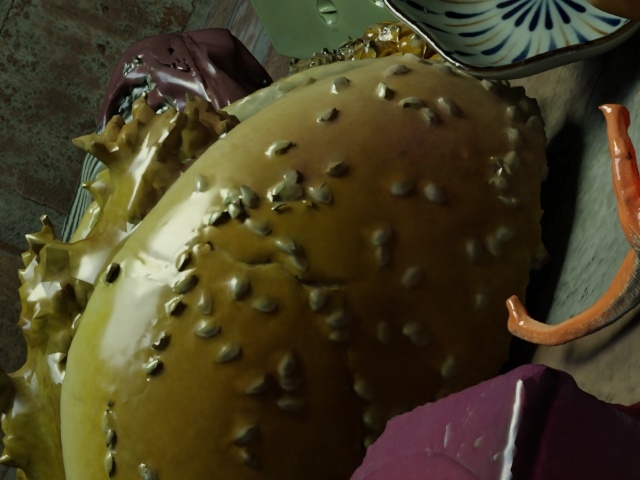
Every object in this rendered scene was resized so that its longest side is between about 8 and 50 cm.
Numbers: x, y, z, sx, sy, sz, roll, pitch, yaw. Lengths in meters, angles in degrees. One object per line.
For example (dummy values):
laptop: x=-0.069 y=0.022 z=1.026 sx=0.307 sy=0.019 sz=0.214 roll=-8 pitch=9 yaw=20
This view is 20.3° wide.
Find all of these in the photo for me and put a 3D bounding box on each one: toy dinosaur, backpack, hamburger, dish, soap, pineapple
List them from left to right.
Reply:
backpack: x=-0.096 y=-0.002 z=1.367 sx=0.283 sy=0.197 sz=0.317 roll=-121 pitch=24 yaw=-54
hamburger: x=-0.053 y=0.068 z=1.092 sx=0.268 sy=0.287 sz=0.445 roll=-153 pitch=84 yaw=-75
pineapple: x=0.040 y=-0.108 z=1.322 sx=0.161 sy=0.137 sz=0.176 roll=-66 pitch=13 yaw=3
soap: x=0.072 y=0.166 z=0.838 sx=0.250 sy=0.099 sz=0.162 roll=141 pitch=142 yaw=-64
dish: x=0.134 y=-0.163 z=1.089 sx=0.066 sy=0.191 sz=0.190 roll=56 pitch=-135 yaw=-54
toy dinosaur: x=0.165 y=-0.023 z=0.860 sx=0.279 sy=0.055 sz=0.101 roll=143 pitch=125 yaw=-61

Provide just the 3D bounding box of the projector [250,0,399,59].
projector: x=0.041 y=-0.239 z=1.446 sx=0.088 sy=0.193 sz=0.269 roll=-35 pitch=14 yaw=-35

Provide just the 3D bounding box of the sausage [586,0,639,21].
sausage: x=0.202 y=-0.216 z=0.898 sx=0.241 sy=0.120 sz=0.136 roll=129 pitch=148 yaw=-48
